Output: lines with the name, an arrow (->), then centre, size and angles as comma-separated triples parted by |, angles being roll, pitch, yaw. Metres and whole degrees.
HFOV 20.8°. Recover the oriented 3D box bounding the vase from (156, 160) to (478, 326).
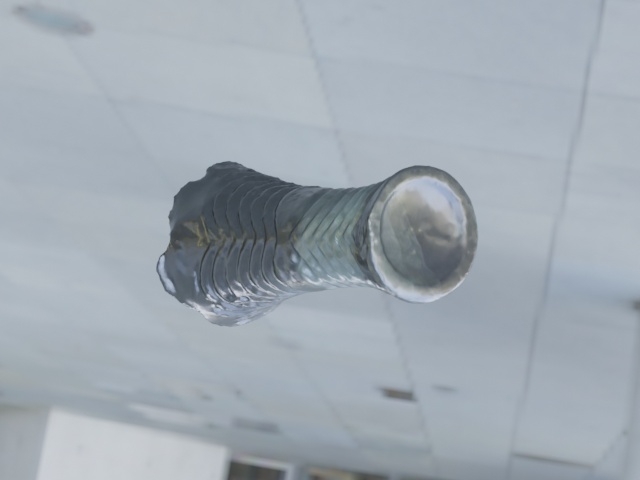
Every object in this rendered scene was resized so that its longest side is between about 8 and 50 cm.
vase -> 0.000, 0.000, 1.076 | 0.115, 0.115, 0.237 | 16, 170, -31
